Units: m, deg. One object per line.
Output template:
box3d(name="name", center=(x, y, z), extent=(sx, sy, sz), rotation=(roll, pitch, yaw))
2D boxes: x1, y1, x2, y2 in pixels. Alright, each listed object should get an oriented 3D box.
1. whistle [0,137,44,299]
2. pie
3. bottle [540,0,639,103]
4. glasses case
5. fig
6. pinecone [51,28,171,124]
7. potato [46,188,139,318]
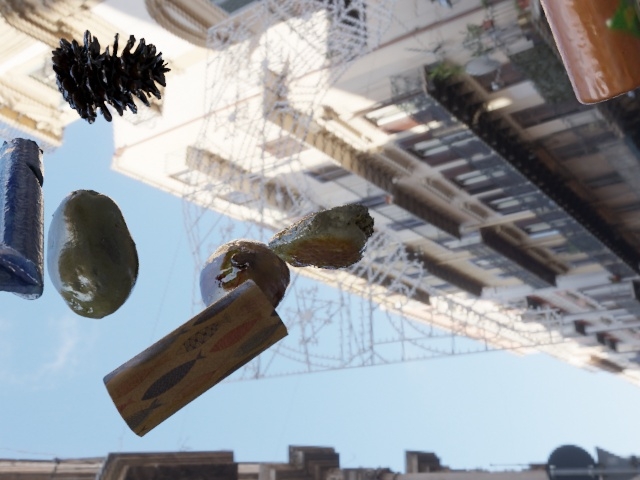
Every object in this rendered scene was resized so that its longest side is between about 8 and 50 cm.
box3d(name="whistle", center=(-0.359, -0.031, 0.829), extent=(0.062, 0.062, 0.304), rotation=(45, -170, -38))
box3d(name="pie", center=(0.000, 0.000, 1.078), extent=(0.193, 0.163, 0.079), rotation=(106, 157, -73))
box3d(name="bottle", center=(0.209, -0.206, 0.563), extent=(0.187, 0.069, 0.069), rotation=(62, -143, -15))
box3d(name="glasses case", center=(-0.118, 0.108, 0.665), extent=(0.065, 0.170, 0.041), rotation=(52, 168, 20))
box3d(name="fig", center=(-0.184, 0.101, 1.702), extent=(0.223, 0.263, 0.224), rotation=(-1, -88, -24))
box3d(name="pinecone", center=(-0.524, -0.425, 1.777), extent=(0.246, 0.292, 0.246), rotation=(-9, -90, -87))
box3d(name="potato", center=(-0.416, 0.024, 1.272), extent=(0.160, 0.177, 0.235), rotation=(-36, -55, -71))
